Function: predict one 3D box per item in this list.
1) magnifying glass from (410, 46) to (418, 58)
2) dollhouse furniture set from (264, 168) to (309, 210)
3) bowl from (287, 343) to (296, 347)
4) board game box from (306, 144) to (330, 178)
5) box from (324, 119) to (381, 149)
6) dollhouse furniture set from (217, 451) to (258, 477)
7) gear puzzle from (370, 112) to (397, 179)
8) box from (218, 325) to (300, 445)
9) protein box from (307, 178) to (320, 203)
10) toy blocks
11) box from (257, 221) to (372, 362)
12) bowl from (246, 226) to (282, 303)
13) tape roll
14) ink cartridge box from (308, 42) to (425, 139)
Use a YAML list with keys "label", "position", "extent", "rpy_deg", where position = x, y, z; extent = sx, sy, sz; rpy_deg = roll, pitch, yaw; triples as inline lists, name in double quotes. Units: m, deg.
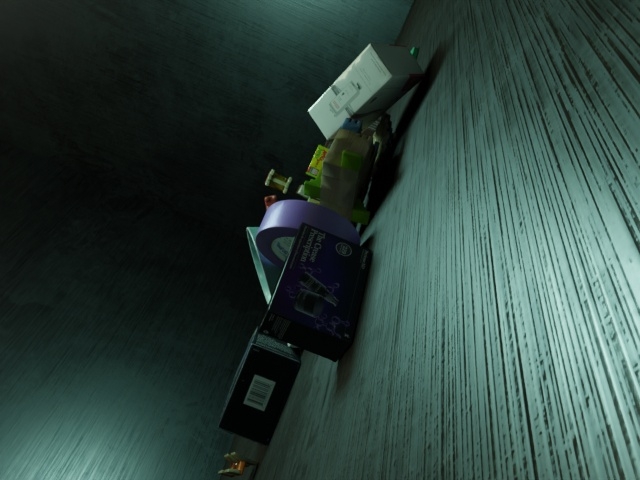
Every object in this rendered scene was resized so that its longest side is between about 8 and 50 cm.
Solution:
- label: "magnifying glass"
  position: [0.328, -0.644, 1.772]
  extent: [0.231, 0.026, 0.092]
  rpy_deg: [-76, 9, -57]
- label: "dollhouse furniture set"
  position: [-0.092, -0.150, 2.192]
  extent: [0.152, 0.374, 0.201]
  rpy_deg: [-149, 83, -81]
- label: "bowl"
  position: [-0.065, 0.305, 1.684]
  extent: [0.142, 0.053, 0.142]
  rpy_deg: [147, 146, -83]
- label: "board game box"
  position: [0.022, -0.223, 1.488]
  extent: [0.092, 0.043, 0.181]
  rpy_deg: [-65, -17, 6]
- label: "box"
  position: [0.122, -0.414, 2.052]
  extent: [0.381, 0.191, 0.143]
  rpy_deg: [149, 143, -82]
- label: "dollhouse furniture set"
  position: [-0.305, 0.867, 1.611]
  extent: [0.259, 0.135, 0.262]
  rpy_deg: [-44, 21, 50]
- label: "gear puzzle"
  position: [0.171, -0.235, 1.580]
  extent: [0.175, 0.044, 0.339]
  rpy_deg: [-88, 14, -47]
- label: "box"
  position: [-0.206, 0.487, 1.685]
  extent: [0.294, 0.182, 0.296]
  rpy_deg: [-174, 107, -87]
- label: "protein box"
  position: [0.032, -0.177, 1.875]
  extent: [0.200, 0.136, 0.201]
  rpy_deg: [120, 171, -64]
- label: "toy blocks"
  position: [0.086, -0.193, 1.407]
  extent: [0.381, 0.190, 0.261]
  rpy_deg: [94, -163, -52]
- label: "box"
  position: [-0.005, 0.108, 1.081]
  extent: [0.103, 0.184, 0.261]
  rpy_deg: [120, 171, -47]
- label: "bowl"
  position: [-0.116, 0.086, 1.566]
  extent: [0.311, 0.163, 0.312]
  rpy_deg: [164, 90, -78]
- label: "tape roll"
  position: [-0.034, 0.007, 1.326]
  extent: [0.275, 0.274, 0.090]
  rpy_deg: [120, 172, -61]
- label: "ink cartridge box"
  position: [0.132, -0.429, 1.421]
  extent: [0.283, 0.117, 0.207]
  rpy_deg: [-37, -8, 40]
